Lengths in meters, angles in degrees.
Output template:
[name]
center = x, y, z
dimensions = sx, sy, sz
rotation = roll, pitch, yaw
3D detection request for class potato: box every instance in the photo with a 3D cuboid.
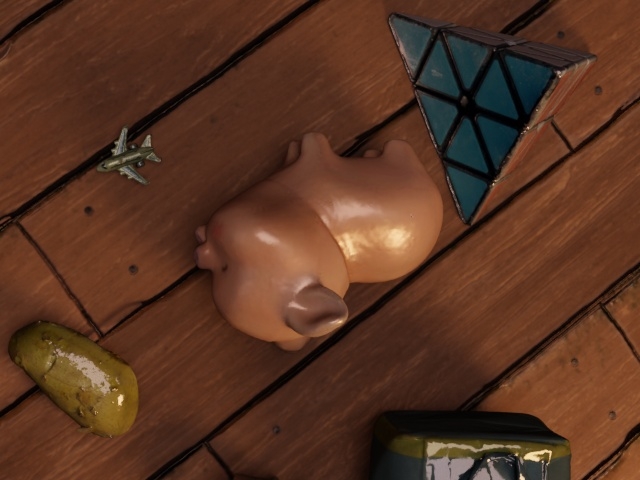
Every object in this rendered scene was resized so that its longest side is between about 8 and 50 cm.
[potato]
center = -0.306, 0.168, 1.567
dimensions = 0.188, 0.085, 0.105
rotation = 36, 103, -6

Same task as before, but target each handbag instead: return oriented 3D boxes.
[handbag]
center = 0.189, 0.350, 1.607
dimensions = 0.263, 0.222, 0.241
rotation = 4, 93, -12

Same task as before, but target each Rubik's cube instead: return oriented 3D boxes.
[Rubik's cube]
center = 0.244, -0.195, 1.667
dimensions = 0.229, 0.233, 0.228
rotation = -19, 138, 22

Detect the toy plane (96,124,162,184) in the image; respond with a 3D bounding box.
[toy plane]
center = -0.250, -0.106, 1.610
dimensions = 0.083, 0.033, 0.080
rotation = -21, 94, -5

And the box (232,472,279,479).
[box]
center = -0.092, 0.344, 1.594
dimensions = 0.062, 0.122, 0.089
rotation = 16, 86, -1

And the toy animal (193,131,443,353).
[toy animal]
center = 0.000, 0.000, 1.586
dimensions = 0.326, 0.237, 0.269
rotation = -1, 78, -15
